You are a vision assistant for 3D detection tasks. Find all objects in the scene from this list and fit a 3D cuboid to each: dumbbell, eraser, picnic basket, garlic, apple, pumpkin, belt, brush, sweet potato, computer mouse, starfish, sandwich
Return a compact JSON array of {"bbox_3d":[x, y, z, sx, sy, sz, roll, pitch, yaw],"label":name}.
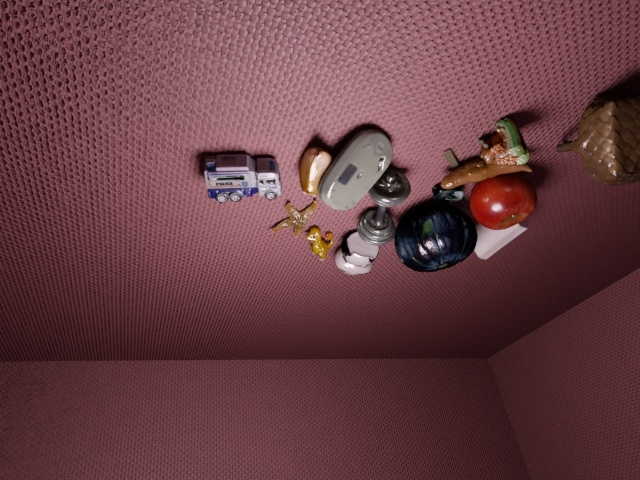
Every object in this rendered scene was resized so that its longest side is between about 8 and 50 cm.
[{"bbox_3d":[0.255,-0.132,1.828,0.179,0.179,0.406,-4,145,-7],"label":"dumbbell"},{"bbox_3d":[0.833,-0.052,2.083,0.095,0.173,0.270,12,140,-25],"label":"eraser"},{"bbox_3d":[1.056,-0.369,1.636,0.293,0.337,0.337,-10,146,-11],"label":"picnic basket"},{"bbox_3d":[-0.020,-0.274,1.621,0.128,0.115,0.206,-29,147,-35],"label":"garlic"},{"bbox_3d":[0.762,-0.169,1.856,0.261,0.216,0.260,-11,150,-7],"label":"apple"},{"bbox_3d":[0.511,-0.008,1.968,0.364,0.265,0.363,-10,157,-5],"label":"pumpkin"},{"bbox_3d":[0.549,-0.204,1.897,0.140,0.058,0.105,0,148,-15],"label":"belt"},{"bbox_3d":[0.543,-0.307,1.780,0.034,0.027,0.190,-29,134,21],"label":"brush"},{"bbox_3d":[0.651,-0.286,1.760,0.355,0.106,0.095,-11,165,5],"label":"sweet potato"},{"bbox_3d":[0.128,-0.259,1.621,0.197,0.095,0.330,31,106,-34],"label":"computer mouse"},{"bbox_3d":[-0.112,-0.103,1.903,0.138,0.050,0.247,10,134,-25],"label":"starfish"},{"bbox_3d":[0.663,-0.343,1.617,0.160,0.184,0.109,-30,133,23],"label":"sandwich"}]

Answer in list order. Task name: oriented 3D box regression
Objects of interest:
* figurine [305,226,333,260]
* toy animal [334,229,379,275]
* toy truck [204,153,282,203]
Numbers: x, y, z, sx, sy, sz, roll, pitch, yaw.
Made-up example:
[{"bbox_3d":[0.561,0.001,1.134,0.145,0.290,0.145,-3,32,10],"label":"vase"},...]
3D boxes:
[{"bbox_3d":[0.002,-0.003,2.048,0.122,0.121,0.176,-36,136,-11],"label":"figurine"},{"bbox_3d":[0.168,0.075,2.116,0.187,0.165,0.235,13,142,-10],"label":"toy animal"},{"bbox_3d":[-0.277,-0.235,1.602,0.268,0.124,0.155,-4,140,-6],"label":"toy truck"}]
